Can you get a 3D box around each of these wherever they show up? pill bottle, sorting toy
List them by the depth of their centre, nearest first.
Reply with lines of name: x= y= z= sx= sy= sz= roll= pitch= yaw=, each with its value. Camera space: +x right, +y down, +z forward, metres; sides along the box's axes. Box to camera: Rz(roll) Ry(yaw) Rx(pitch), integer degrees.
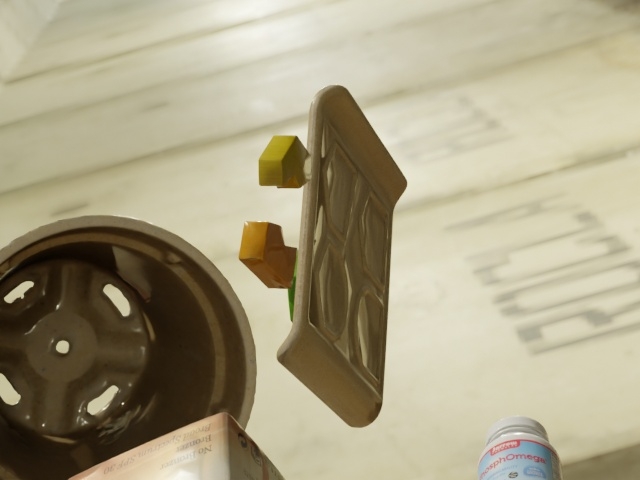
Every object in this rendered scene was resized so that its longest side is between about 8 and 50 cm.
sorting toy: x=0.000 y=0.000 z=1.271 sx=0.307 sy=0.041 sz=0.229 roll=50 pitch=-135 yaw=-61
pill bottle: x=0.201 y=0.250 z=1.616 sx=0.160 sy=0.087 sz=0.087 roll=-86 pitch=-18 yaw=-58

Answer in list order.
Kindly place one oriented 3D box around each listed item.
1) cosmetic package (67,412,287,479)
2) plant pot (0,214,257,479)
cosmetic package: x=-0.092 y=0.285 z=1.118 sx=0.129 sy=0.153 sz=0.296 roll=55 pitch=-163 yaw=-38
plant pot: x=-0.271 y=0.133 z=1.800 sx=0.305 sy=0.334 sz=0.334 roll=-170 pitch=63 yaw=-72
